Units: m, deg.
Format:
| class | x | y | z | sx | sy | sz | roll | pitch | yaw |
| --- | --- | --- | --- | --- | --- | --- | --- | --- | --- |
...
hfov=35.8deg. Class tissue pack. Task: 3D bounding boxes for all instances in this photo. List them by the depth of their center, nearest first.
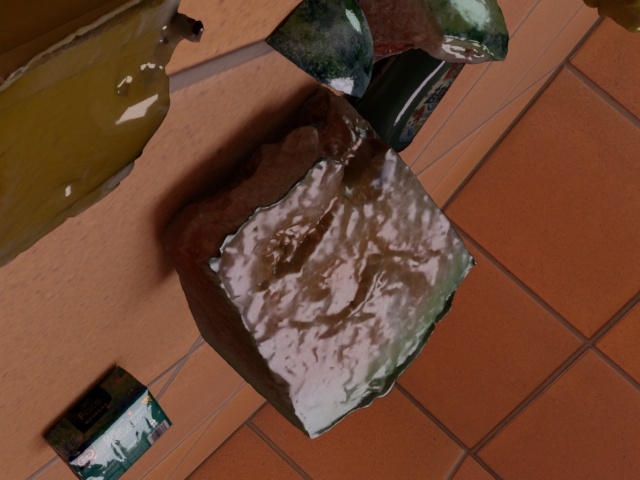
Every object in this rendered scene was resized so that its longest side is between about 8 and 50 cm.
| class | x | y | z | sx | sy | sz | roll | pitch | yaw |
| --- | --- | --- | --- | --- | --- | --- | --- | --- | --- |
| tissue pack | -0.233 | 0.200 | 1.069 | 0.111 | 0.079 | 0.085 | -45 | 140 | -22 |

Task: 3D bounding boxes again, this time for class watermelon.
| class | x | y | z | sx | sy | sz | roll | pitch | yaw |
| --- | --- | --- | --- | --- | --- | --- | --- | --- | --- |
| watermelon | 0.001 | -0.139 | 0.727 | 0.085 | 0.085 | 0.061 | -45 | -153 | -23 |
| watermelon | 0.063 | -0.200 | 0.816 | 0.158 | 0.121 | 0.098 | 8 | -159 | 44 |
| watermelon | -0.007 | -0.001 | 0.926 | 0.264 | 0.151 | 0.302 | -47 | 136 | -17 |

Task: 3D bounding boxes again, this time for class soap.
| class | x | y | z | sx | sy | sz | roll | pitch | yaw |
| --- | --- | --- | --- | --- | --- | --- | --- | --- | --- |
| soap | -0.155 | -0.023 | 0.353 | 0.233 | 0.076 | 0.135 | -40 | 168 | -39 |

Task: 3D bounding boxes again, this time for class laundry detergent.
| class | x | y | z | sx | sy | sz | roll | pitch | yaw |
| --- | --- | --- | --- | --- | --- | --- | --- | --- | --- |
| laundry detergent | 0.119 | -0.196 | 1.025 | 0.222 | 0.078 | 0.144 | -54 | 173 | 23 |

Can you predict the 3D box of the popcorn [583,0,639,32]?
| class | x | y | z | sx | sy | sz | roll | pitch | yaw |
| --- | --- | --- | --- | --- | --- | --- | --- | --- | --- |
| popcorn | 0.513 | -0.423 | 1.375 | 0.312 | 0.312 | 0.312 | -47 | 172 | -8 |
